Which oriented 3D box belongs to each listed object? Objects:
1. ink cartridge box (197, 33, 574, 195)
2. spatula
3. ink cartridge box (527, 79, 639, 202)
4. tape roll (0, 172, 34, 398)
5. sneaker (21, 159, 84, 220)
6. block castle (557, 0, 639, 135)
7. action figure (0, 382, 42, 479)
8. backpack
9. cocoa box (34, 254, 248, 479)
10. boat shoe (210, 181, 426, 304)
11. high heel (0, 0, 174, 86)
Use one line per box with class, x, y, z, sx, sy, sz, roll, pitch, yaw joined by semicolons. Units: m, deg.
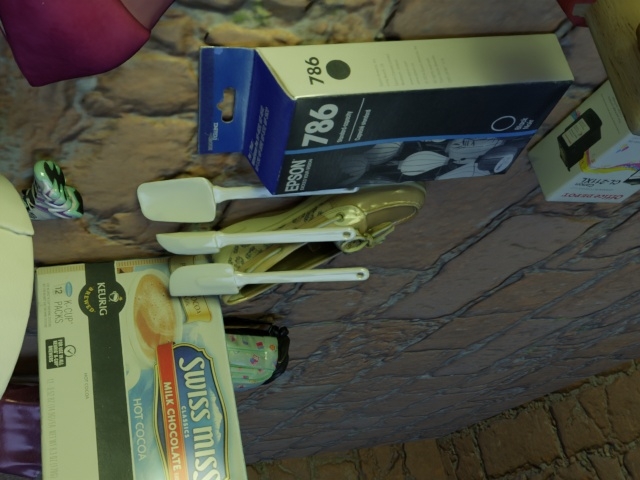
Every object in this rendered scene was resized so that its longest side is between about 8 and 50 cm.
ink cartridge box;0.052;-0.115;0.655;0.333;0.065;0.165;-6;155;-12
spatula;-0.070;-0.004;0.768;0.242;0.019;0.168;-3;123;6
ink cartridge box;0.345;-0.115;0.776;0.127;0.072;0.175;-1;153;-25
tape roll;-0.363;0.053;0.559;0.286;0.286;0.100;-25;152;26
sneaker;-0.284;-0.043;0.680;0.069;0.038;0.098;-12;155;-3
block castle;0.361;-0.247;0.346;0.453;0.213;0.303;-13;159;8
action figure;-0.606;0.269;1.112;0.370;0.248;0.276;17;-173;-27
backpack;-0.159;0.201;1.174;0.182;0.115;0.152;10;150;-35
cocoa box;-0.233;0.221;0.900;0.228;0.347;0.231;-5;154;-16
boat shoe;0.000;0.000;0.842;0.285;0.089;0.104;-21;154;17
high heel;-0.200;-0.179;0.306;0.181;0.127;0.377;-32;154;17
